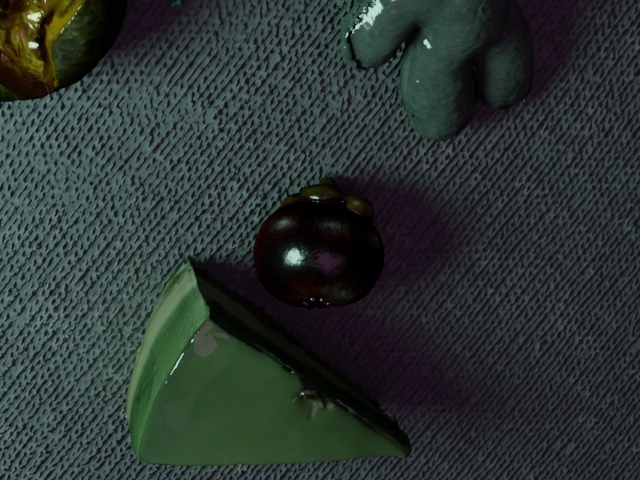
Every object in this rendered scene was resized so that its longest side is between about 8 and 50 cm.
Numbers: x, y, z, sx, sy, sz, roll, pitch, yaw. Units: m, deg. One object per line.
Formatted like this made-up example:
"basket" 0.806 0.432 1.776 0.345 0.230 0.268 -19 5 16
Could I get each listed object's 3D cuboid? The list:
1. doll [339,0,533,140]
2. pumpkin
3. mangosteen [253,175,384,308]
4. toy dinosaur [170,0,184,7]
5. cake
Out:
"doll" 0.108 -0.254 1.090 0.246 0.158 0.340 -30 141 -9
"pumpkin" -0.280 -0.227 0.986 0.238 0.159 0.238 -11 132 -12
"mangosteen" 0.000 0.000 1.160 0.140 0.140 0.140 -4 109 -11
"toy dinosaur" -0.174 -0.355 1.016 0.120 0.079 0.292 -37 111 8
"cake" -0.066 0.178 1.184 0.284 0.158 0.172 35 99 -24
